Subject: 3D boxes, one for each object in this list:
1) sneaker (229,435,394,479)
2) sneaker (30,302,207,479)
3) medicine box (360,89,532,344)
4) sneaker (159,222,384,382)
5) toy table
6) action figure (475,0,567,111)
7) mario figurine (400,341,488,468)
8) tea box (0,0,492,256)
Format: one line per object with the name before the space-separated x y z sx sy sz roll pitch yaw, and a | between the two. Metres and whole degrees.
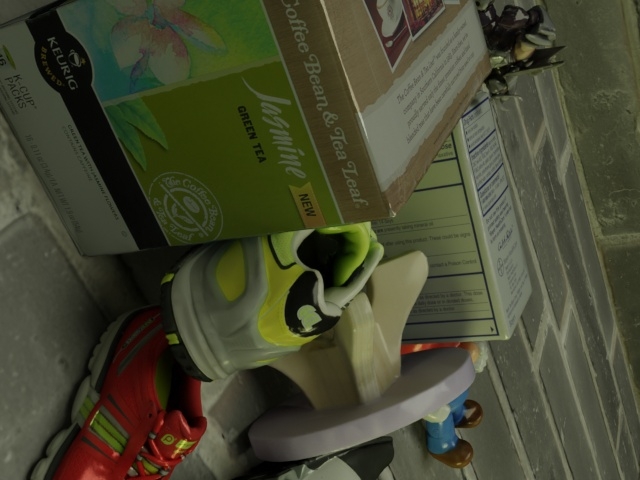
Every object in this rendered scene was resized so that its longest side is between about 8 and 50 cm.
sneaker | -0.022 0.309 0.813 0.331 0.122 0.146 -9 79 -50
sneaker | -0.157 0.176 0.632 0.107 0.118 0.279 43 48 -46
medicine box | 0.108 -0.020 0.979 0.149 0.264 0.289 -38 116 -56
sneaker | 0.000 0.000 0.731 0.145 0.147 0.384 66 28 -24
toy table | 0.029 0.124 0.863 0.274 0.252 0.160 -21 97 -25
action figure | 0.157 -0.261 0.809 0.099 0.185 0.285 -51 126 -35
mario figurine | 0.212 0.223 1.185 0.198 0.170 0.320 -115 -178 -53
tea box | -0.053 -0.168 0.685 0.329 0.324 0.220 -52 127 -50
